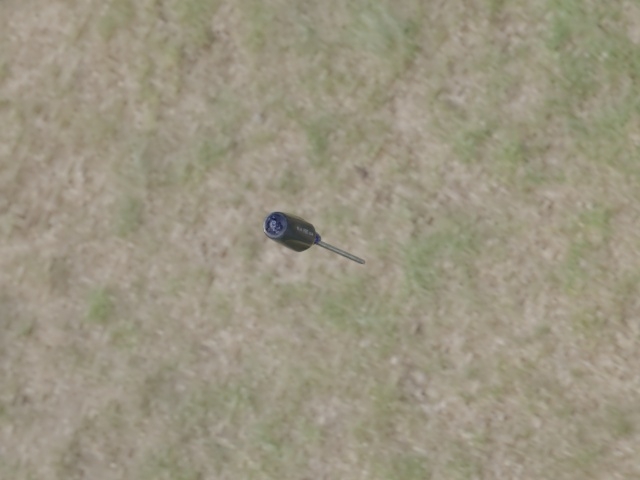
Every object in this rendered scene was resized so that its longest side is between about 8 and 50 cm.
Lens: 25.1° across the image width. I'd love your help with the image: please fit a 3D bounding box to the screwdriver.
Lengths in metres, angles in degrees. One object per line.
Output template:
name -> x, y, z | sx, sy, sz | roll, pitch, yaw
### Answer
screwdriver -> 0.000, 0.000, 1.004 | 0.024, 0.170, 0.025 | -31, 75, 15
